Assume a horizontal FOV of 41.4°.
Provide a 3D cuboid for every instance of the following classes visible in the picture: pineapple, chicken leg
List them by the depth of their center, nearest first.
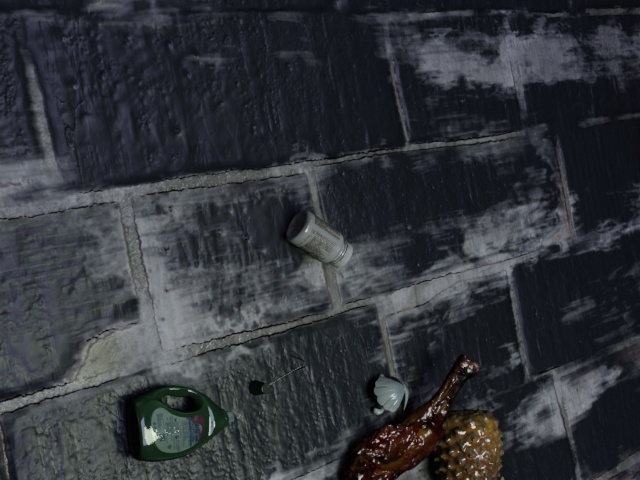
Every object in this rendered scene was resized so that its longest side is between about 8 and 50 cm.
[{"bbox_3d":[0.208,0.419,1.908,0.407,0.096,0.158,-40,132,-13],"label":"chicken leg"},{"bbox_3d":[0.349,0.578,1.978,0.175,0.175,0.361,0,84,-37],"label":"pineapple"}]

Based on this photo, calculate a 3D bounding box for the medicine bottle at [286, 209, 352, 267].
[{"bbox_3d":[0.000,0.000,1.839,0.140,0.079,0.079,33,66,-29],"label":"medicine bottle"}]

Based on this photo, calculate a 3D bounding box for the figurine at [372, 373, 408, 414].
[{"bbox_3d":[0.153,0.348,1.927,0.086,0.082,0.094,-12,68,-21],"label":"figurine"}]

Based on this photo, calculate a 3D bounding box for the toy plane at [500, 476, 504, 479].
[{"bbox_3d":[0.429,0.713,2.071,0.229,0.092,0.244,47,61,-25],"label":"toy plane"}]

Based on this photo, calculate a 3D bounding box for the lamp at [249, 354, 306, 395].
[{"bbox_3d":[-0.088,0.284,1.758,0.121,0.054,0.041,-32,104,-34],"label":"lamp"}]

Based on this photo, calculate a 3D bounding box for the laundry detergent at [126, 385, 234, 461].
[{"bbox_3d":[-0.262,0.342,1.618,0.211,0.063,0.137,-4,81,-37],"label":"laundry detergent"}]
